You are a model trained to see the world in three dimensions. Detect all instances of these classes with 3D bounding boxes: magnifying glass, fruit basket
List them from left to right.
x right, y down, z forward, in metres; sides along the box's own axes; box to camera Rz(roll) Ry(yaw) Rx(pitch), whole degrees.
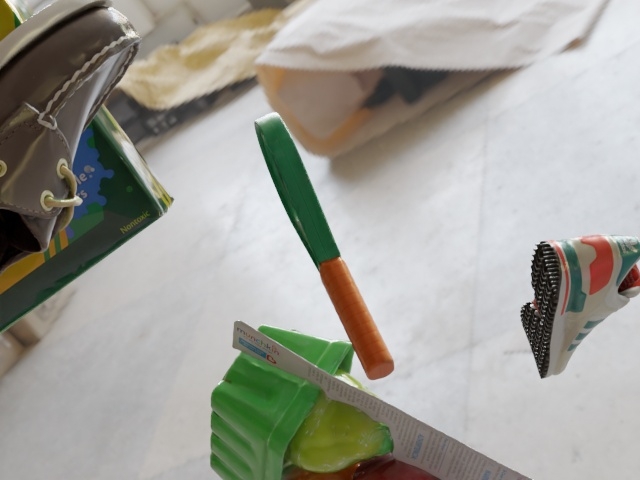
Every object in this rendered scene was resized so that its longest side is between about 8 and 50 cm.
[{"bbox_3d":[0.000,0.000,0.841,0.026,0.092,0.231,-20,61,-6],"label":"magnifying glass"},{"bbox_3d":[0.054,0.244,1.236,0.327,0.353,0.165,97,-162,-53],"label":"fruit basket"}]

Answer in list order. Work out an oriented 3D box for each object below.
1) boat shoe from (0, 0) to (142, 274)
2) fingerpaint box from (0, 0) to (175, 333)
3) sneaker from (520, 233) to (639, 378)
[{"bbox_3d":[-0.205,-0.019,0.674,0.324,0.097,0.116,-53,-5,-25],"label":"boat shoe"},{"bbox_3d":[-0.420,-0.047,1.004,0.445,0.371,0.163,-35,7,0],"label":"fingerpaint box"},{"bbox_3d":[0.186,0.046,0.782,0.075,0.161,0.057,-12,58,-2],"label":"sneaker"}]
